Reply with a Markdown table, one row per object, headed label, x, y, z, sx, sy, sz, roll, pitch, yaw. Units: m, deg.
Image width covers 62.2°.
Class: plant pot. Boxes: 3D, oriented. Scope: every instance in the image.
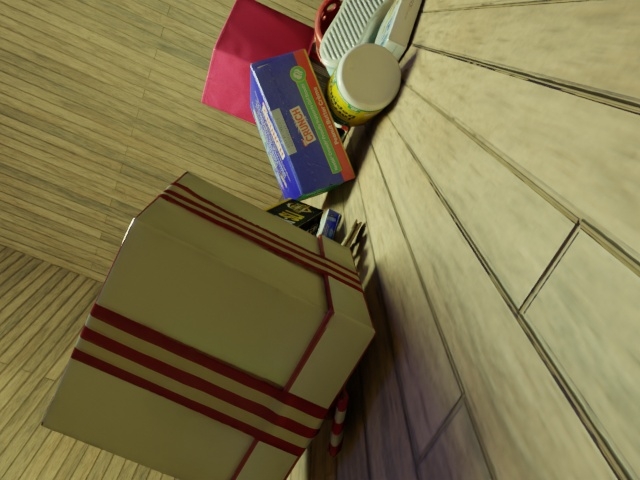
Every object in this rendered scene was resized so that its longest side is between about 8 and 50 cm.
| label | x | y | z | sx | sy | sz | roll | pitch | yaw |
| --- | --- | --- | --- | --- | --- | --- | --- | --- | --- |
| plant pot | 0.074 | -0.562 | 1.474 | 0.174 | 0.191 | 0.191 | 129 | 163 | -83 |

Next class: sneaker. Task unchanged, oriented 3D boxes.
| label | x | y | z | sx | sy | sz | roll | pitch | yaw |
| --- | --- | --- | --- | --- | --- | --- | --- | --- | --- |
| sneaker | 0.123 | -0.536 | 1.314 | 0.366 | 0.135 | 0.150 | -54 | -24 | -10 |
| sneaker | 0.060 | -0.312 | 1.403 | 0.162 | 0.057 | 0.075 | -67 | 25 | -1 |

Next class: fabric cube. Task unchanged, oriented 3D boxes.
| label | x | y | z | sx | sy | sz | roll | pitch | yaw |
| --- | --- | --- | --- | --- | --- | --- | --- | --- | --- |
| fabric cube | -0.193 | -0.540 | 1.645 | 0.259 | 0.258 | 0.254 | 131 | 156 | -59 |

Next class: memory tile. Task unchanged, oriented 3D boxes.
| label | x | y | z | sx | sy | sz | roll | pitch | yaw |
| --- | --- | --- | --- | --- | --- | --- | --- | --- | --- |
| memory tile | 0.019 | 0.036 | 0.751 | 0.113 | 0.012 | 0.148 | -63 | -5 | 28 |

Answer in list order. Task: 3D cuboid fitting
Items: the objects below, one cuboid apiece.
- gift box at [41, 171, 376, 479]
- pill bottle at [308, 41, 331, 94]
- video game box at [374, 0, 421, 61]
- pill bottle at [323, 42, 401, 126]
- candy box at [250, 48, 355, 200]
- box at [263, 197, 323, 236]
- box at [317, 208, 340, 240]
| label | x | y | z | sx | sy | sz | roll | pitch | yaw |
| --- | --- | --- | --- | --- | --- | --- | --- | --- | --- |
| gift box | -0.099 | 0.109 | 0.574 | 0.277 | 0.258 | 0.255 | -61 | 10 | 19 |
| pill bottle | -0.006 | -0.465 | 1.741 | 0.176 | 0.176 | 0.319 | -86 | 20 | -65 |
| video game box | 0.151 | -0.431 | 1.116 | 0.187 | 0.048 | 0.205 | 125 | 165 | -68 |
| pill bottle | 0.070 | -0.284 | 1.012 | 0.208 | 0.117 | 0.118 | -179 | 111 | -80 |
| candy box | -0.054 | -0.224 | 1.143 | 0.317 | 0.122 | 0.269 | -170 | 59 | -83 |
| box | -0.101 | 0.083 | 0.860 | 0.322 | 0.079 | 0.257 | -40 | -31 | -69 |
| box | 0.000 | 0.000 | 1.030 | 0.136 | 0.028 | 0.081 | 121 | 168 | -53 |
